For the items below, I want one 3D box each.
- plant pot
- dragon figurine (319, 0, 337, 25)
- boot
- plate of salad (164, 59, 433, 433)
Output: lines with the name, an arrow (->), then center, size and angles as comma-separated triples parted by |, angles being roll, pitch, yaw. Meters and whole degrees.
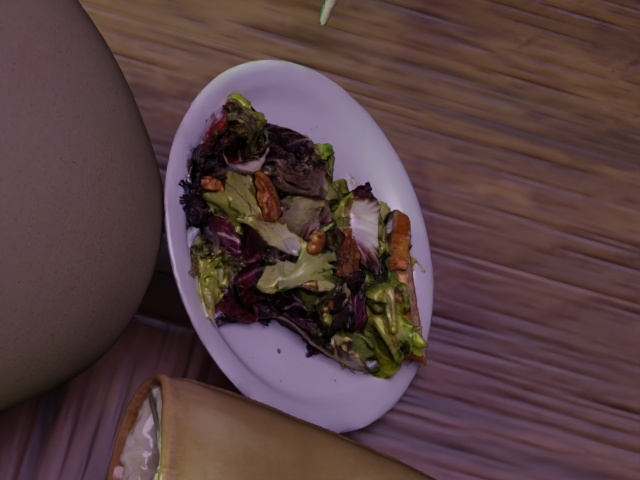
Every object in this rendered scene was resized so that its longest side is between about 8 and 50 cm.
plant pot -> -0.189, -0.021, 0.964 | 0.191, 0.284, 0.284 | 26, 65, -39
dragon figurine -> -0.080, -0.249, 1.123 | 0.085, 0.144, 0.289 | -44, 102, -20
boot -> 0.021, 0.206, 0.947 | 0.269, 0.089, 0.236 | 18, 56, -27
plate of salad -> 0.000, 0.000, 1.026 | 0.200, 0.048, 0.200 | 17, 66, -43
